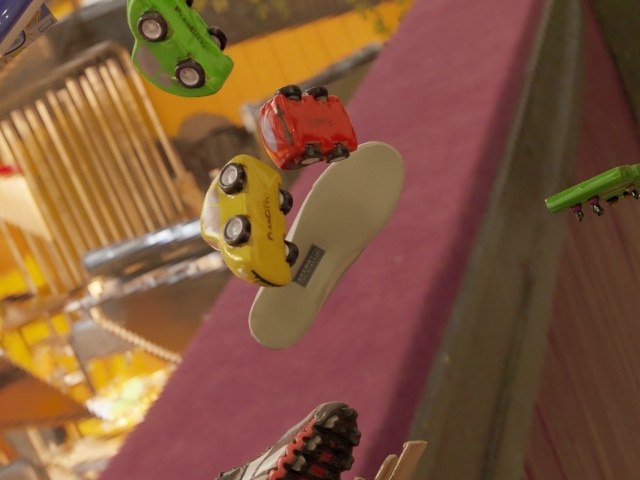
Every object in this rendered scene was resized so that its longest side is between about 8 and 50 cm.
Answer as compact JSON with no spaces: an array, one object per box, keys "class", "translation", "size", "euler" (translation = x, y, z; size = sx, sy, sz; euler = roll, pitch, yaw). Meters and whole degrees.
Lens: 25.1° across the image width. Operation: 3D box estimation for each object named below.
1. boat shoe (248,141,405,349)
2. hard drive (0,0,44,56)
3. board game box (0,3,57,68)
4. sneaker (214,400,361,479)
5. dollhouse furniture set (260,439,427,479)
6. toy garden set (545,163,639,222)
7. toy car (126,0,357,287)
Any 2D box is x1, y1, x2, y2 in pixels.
[{"class":"boat shoe","translation":[0.001,0.001,1.398],"size":[0.227,0.079,0.081],"euler":[-57,7,2]},{"class":"hard drive","translation":[-0.296,-0.345,1.339],"size":[0.318,0.210,0.040],"euler":[-58,-7,-21]},{"class":"board game box","translation":[-0.402,-0.225,1.572],"size":[0.201,0.136,0.035],"euler":[-42,54,-6]},{"class":"sneaker","translation":[-0.062,0.301,1.763],"size":[0.276,0.098,0.135],"euler":[-55,40,-1]},{"class":"dollhouse furniture set","translation":[0.028,0.285,1.902],"size":[0.151,0.123,0.144],"euler":[30,8,24]},{"class":"toy garden set","translation":[0.435,-0.078,1.878],"size":[0.204,0.049,0.244],"euler":[-26,-8,32]},{"class":"toy car","translation":[-0.075,-0.098,1.058],"size":[0.053,0.225,0.239],"euler":[-25,23,30]}]
